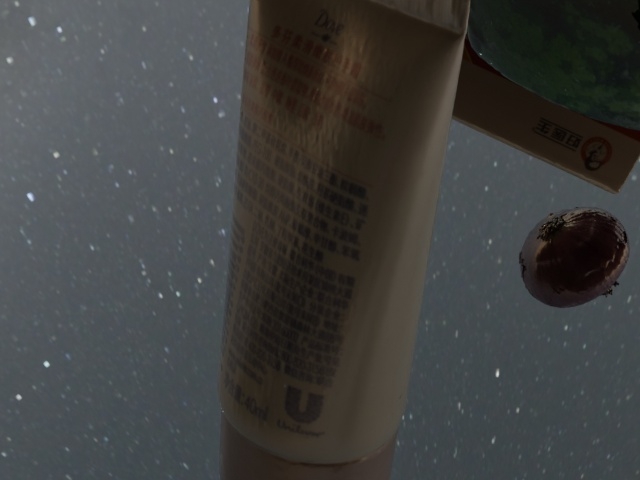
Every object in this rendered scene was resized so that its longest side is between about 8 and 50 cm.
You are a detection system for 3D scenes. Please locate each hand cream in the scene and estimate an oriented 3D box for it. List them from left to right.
[{"bbox_3d":[0.000,0.000,0.420,0.083,0.247,0.133,-14,-146,-33],"label":"hand cream"}]

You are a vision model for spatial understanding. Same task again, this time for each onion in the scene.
[{"bbox_3d":[0.256,0.019,0.998,0.104,0.115,0.115,39,-115,-18],"label":"onion"}]

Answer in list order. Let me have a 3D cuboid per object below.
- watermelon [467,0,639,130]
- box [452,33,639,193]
[{"bbox_3d":[0.258,-0.207,0.504,0.319,0.292,0.222,-18,-130,-11],"label":"watermelon"},{"bbox_3d":[0.142,-0.209,0.847,0.353,0.069,0.214,26,-74,2],"label":"box"}]
